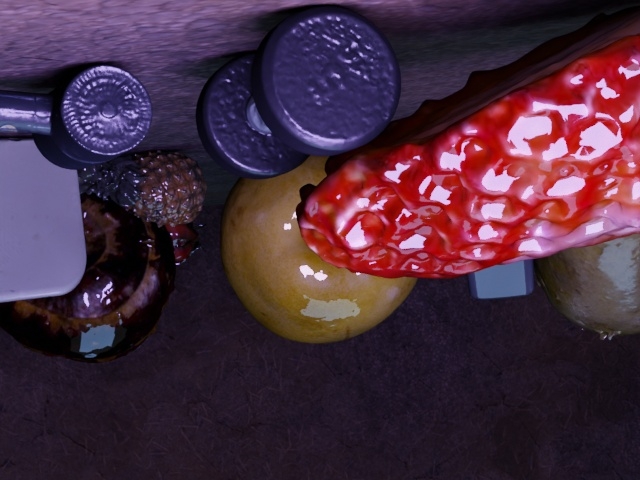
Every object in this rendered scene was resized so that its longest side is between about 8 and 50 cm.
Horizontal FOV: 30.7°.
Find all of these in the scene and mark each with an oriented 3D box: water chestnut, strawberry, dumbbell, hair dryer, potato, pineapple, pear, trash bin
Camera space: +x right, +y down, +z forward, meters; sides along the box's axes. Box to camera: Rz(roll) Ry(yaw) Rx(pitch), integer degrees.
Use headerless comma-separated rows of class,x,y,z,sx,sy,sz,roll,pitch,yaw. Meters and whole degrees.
water chestnut,-0.354,0.042,1.679,0.300,0.299,0.300,-7,180,0
strawberry,0.152,-0.051,0.824,0.336,0.149,0.265,-25,-169,11
dumbbell,-0.022,-0.102,0.845,0.100,0.100,0.191,-6,178,-20
hair dryer,-0.250,-0.097,0.894,0.219,0.071,0.124,1,176,-27
potato,0.371,-0.043,1.456,0.219,0.269,0.359,1,149,13
pineapple,-0.248,-0.073,1.555,0.198,0.108,0.108,5,172,-43
pear,0.000,0.000,1.669,0.315,0.314,0.314,-7,180,0
trash bin,0.209,-0.061,1.431,0.101,0.236,0.176,-7,-137,7

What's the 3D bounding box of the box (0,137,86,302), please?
box,-0.502,-0.011,1.285,0.344,0.177,0.352,-3,-177,45

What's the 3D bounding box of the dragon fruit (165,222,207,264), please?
dragon fruit,-0.326,0.009,1.899,0.293,0.233,0.234,11,174,-19
